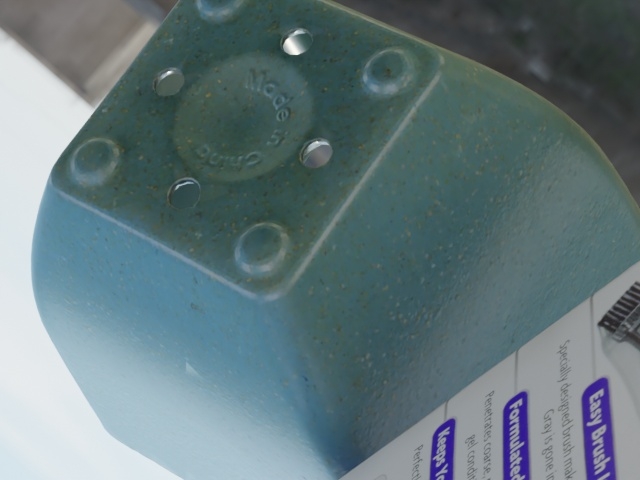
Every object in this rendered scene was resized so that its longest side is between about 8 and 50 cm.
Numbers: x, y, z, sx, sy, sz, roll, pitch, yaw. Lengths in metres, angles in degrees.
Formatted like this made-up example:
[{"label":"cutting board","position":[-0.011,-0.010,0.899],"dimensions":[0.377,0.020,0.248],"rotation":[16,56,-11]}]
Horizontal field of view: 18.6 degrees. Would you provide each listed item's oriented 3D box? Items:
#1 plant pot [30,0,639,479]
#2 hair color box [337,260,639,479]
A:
[{"label":"plant pot","position":[0.000,0.000,0.997],"dimensions":[0.248,0.247,0.252],"rotation":[27,162,29]},{"label":"hair color box","position":[0.072,0.158,0.791],"dimensions":[0.110,0.339,0.185],"rotation":[37,-148,-21]}]
